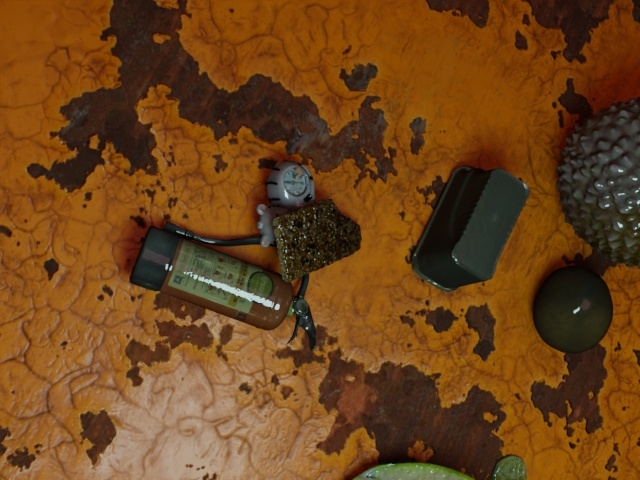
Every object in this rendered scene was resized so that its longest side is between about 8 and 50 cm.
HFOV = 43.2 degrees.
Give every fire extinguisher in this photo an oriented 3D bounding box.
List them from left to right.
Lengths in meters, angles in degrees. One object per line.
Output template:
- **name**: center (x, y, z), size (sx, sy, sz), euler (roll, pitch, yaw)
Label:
- **fire extinguisher**: center (-0.158, 0.061, 1.547), size (0.375, 0.113, 0.200), euler (23, 77, -14)

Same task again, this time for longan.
- **longan**: center (0.541, 0.147, 1.736), size (0.189, 0.189, 0.189), euler (2, 83, -17)

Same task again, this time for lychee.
- **lychee**: center (0.692, -0.115, 1.709), size (0.380, 0.432, 0.381), euler (2, 112, 5)

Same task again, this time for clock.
- **clock**: center (-0.076, -0.073, 1.591), size (0.117, 0.080, 0.176), euler (3, 82, -38)

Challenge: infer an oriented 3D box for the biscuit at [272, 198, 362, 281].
- **biscuit**: center (0.002, -0.012, 1.585), size (0.236, 0.026, 0.131), euler (-22, 111, -44)

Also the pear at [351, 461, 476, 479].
- **pear**: center (0.195, 0.623, 1.521), size (0.398, 0.165, 0.399), euler (-10, 57, 15)

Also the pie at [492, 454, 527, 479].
- **pie**: center (0.403, 0.500, 1.725), size (0.085, 0.017, 0.085), euler (2, 84, -18)

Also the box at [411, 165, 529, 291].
- **box**: center (0.320, -0.031, 1.678), size (0.138, 0.178, 0.274), euler (30, 76, -13)
